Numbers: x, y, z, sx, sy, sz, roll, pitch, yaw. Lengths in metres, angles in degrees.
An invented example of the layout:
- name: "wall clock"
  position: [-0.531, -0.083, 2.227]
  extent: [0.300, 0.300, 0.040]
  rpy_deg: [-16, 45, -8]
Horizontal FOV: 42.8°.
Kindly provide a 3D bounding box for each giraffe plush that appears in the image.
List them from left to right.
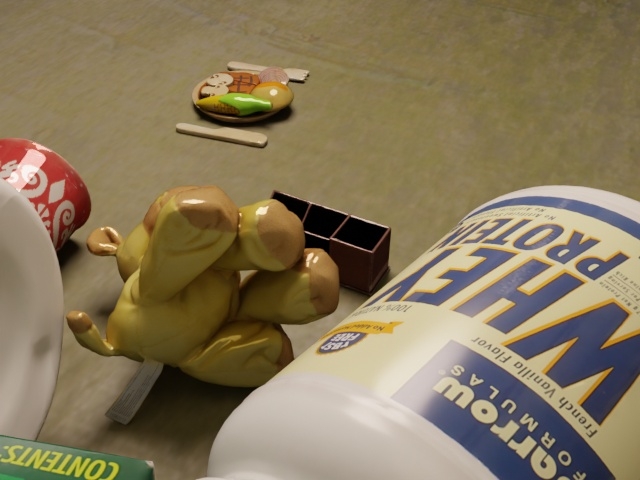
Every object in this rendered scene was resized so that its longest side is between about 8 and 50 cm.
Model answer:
- name: "giraffe plush"
  position: [-0.109, 0.027, 0.681]
  extent: [0.210, 0.181, 0.170]
  rpy_deg: [-39, 31, 6]

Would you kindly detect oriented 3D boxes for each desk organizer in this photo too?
- name: "desk organizer"
  position: [0.000, 0.000, 0.774]
  extent: [0.130, 0.050, 0.047]
  rpy_deg: [19, 42, 21]

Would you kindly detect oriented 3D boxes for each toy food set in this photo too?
- name: "toy food set"
  position: [-0.094, -0.189, 1.018]
  extent: [0.132, 0.039, 0.192]
  rpy_deg: [10, 39, 11]

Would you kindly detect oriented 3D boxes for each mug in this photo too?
- name: "mug"
  position: [-0.302, 0.013, 0.734]
  extent: [0.113, 0.150, 0.169]
  rpy_deg: [36, 42, -15]

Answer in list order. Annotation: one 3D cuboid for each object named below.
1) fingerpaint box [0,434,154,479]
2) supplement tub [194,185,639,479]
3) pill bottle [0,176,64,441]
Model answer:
- name: "fingerpaint box"
  position: [-0.316, 0.192, 0.223]
  extent: [0.444, 0.163, 0.371]
  rpy_deg: [8, 23, 6]
- name: "supplement tub"
  position: [0.086, 0.134, 0.462]
  extent: [0.235, 0.236, 0.324]
  rpy_deg: [29, 46, 30]
- name: "pill bottle"
  position: [-0.398, 0.057, 0.542]
  extent: [0.391, 0.224, 0.224]
  rpy_deg: [2, 38, 14]
